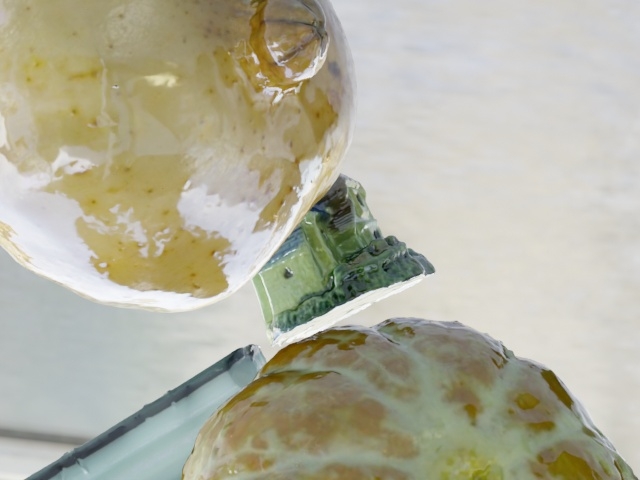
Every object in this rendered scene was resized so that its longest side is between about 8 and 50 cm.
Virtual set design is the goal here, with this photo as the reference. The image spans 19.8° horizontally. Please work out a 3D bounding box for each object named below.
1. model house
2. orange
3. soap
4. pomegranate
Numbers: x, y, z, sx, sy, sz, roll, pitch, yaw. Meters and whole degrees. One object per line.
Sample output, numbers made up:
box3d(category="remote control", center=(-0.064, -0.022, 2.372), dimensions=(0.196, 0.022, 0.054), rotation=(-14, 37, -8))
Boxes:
box3d(category="model house", center=(0.000, 0.000, 2.127), dimensions=(0.195, 0.189, 0.214), rotation=(-30, 172, 17))
box3d(category="orange", center=(0.059, 0.212, 1.248), dimensions=(0.329, 0.329, 0.249), rotation=(7, 140, -8))
box3d(category="soap", center=(-0.145, 0.192, 1.557), dimensions=(0.261, 0.094, 0.150), rotation=(-32, 176, 1))
box3d(category="pomegranate", center=(-0.136, -0.132, 1.564), dimensions=(0.410, 0.410, 0.410), rotation=(6, 170, 1))
